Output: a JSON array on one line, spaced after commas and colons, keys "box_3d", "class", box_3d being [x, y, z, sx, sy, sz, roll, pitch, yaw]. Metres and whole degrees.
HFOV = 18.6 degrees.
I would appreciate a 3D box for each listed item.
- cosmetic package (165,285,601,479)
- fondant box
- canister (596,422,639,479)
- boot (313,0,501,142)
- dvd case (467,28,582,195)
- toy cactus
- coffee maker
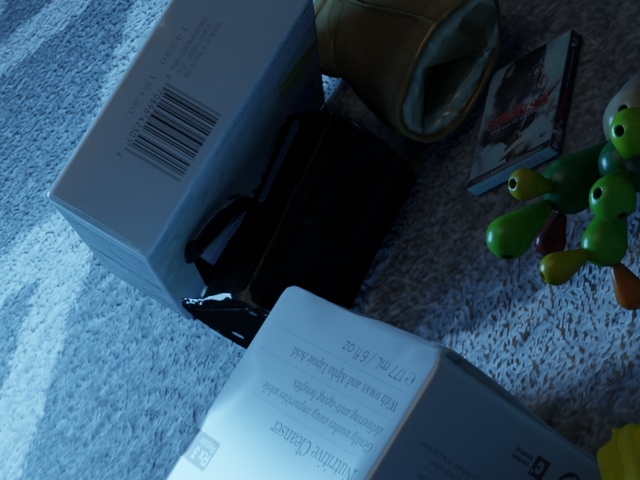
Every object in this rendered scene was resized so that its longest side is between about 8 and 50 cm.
[{"box_3d": [-0.023, 0.241, 1.191, 0.385, 0.156, 0.217, -57, 28, -7], "class": "cosmetic package"}, {"box_3d": [-0.097, -0.079, 1.591, 0.238, 0.096, 0.330, -59, -6, -8], "class": "fondant box"}, {"box_3d": [0.235, 0.107, 1.010, 0.170, 0.073, 0.126, -42, 27, 22], "class": "canister"}, {"box_3d": [0.088, -0.212, 1.620, 0.236, 0.089, 0.269, -67, 22, 6], "class": "boot"}, {"box_3d": [0.152, -0.096, 1.460, 0.087, 0.013, 0.119, -27, 38, 44], "class": "dvd case"}, {"box_3d": [0.209, -0.054, 1.246, 0.219, 0.112, 0.180, -42, 10, 29], "class": "toy cactus"}, {"box_3d": [0.000, 0.000, 1.515, 0.171, 0.120, 0.178, 13, 70, 37], "class": "coffee maker"}]
